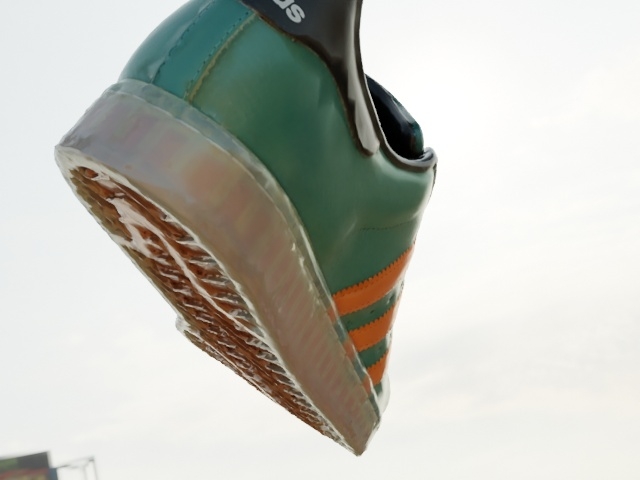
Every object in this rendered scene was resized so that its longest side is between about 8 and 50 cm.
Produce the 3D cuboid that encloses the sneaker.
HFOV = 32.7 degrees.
[{"bbox_3d":[0.000,0.000,0.453,0.121,0.108,0.302,-53,-20,-15],"label":"sneaker"}]
